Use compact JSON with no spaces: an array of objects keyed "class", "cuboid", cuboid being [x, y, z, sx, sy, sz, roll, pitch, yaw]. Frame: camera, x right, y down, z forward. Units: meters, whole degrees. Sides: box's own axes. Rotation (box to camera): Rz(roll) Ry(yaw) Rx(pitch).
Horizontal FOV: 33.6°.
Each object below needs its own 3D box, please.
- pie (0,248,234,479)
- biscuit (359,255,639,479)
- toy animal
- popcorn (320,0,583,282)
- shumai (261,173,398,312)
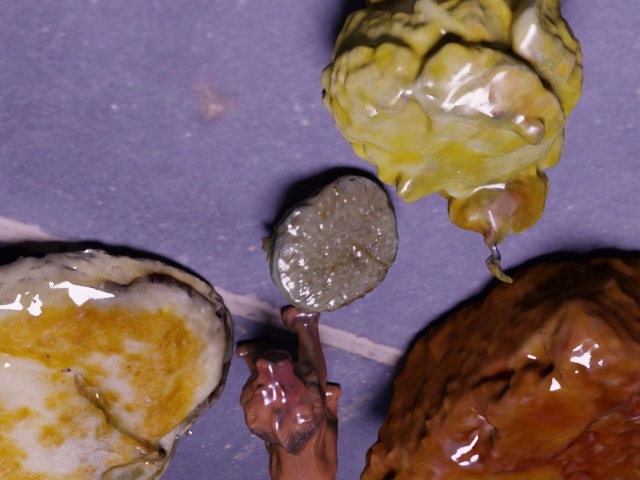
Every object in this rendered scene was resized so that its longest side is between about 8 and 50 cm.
[{"class":"pie","cuboid":[-0.232,0.148,0.992,0.339,0.077,0.339,-18,133,-20]},{"class":"biscuit","cuboid":[0.284,0.181,1.047,0.395,0.166,0.342,22,136,-25]},{"class":"toy animal","cuboid":[-0.030,0.181,1.039,0.097,0.157,0.312,-5,139,3]},{"class":"popcorn","cuboid":[0.092,-0.089,0.725,0.168,0.173,0.195,-19,144,-1]},{"class":"shumai","cuboid":[0.001,0.001,0.890,0.124,0.087,0.099,-36,109,-18]}]
